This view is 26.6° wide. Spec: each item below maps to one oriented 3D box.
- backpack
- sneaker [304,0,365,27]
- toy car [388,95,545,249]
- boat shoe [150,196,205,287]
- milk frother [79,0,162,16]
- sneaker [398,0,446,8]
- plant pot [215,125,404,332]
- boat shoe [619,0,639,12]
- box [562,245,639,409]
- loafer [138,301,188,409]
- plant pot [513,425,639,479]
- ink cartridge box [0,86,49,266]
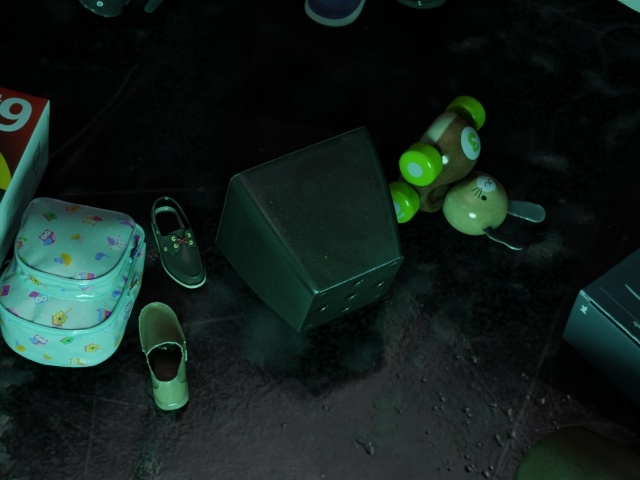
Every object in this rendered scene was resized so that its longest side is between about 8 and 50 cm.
[{"bbox_3d":[-0.299,0.050,1.610,0.166,0.144,0.188,13,55,-2],"label":"backpack"},{"bbox_3d":[0.059,-0.454,2.033,0.107,0.124,0.283,14,53,6],"label":"sneaker"},{"bbox_3d":[0.199,-0.065,1.749,0.188,0.149,0.155,36,47,8],"label":"toy car"},{"bbox_3d":[-0.182,0.002,1.718,0.049,0.042,0.133,-16,57,-19],"label":"boat shoe"},{"bbox_3d":[-0.279,-0.416,1.969,0.129,0.135,0.143,12,48,-36],"label":"milk frother"},{"bbox_3d":[0.143,-0.458,2.043,0.105,0.147,0.295,4,40,-4],"label":"sneaker"},{"bbox_3d":[0.000,0.000,1.657,0.188,0.187,0.167,-23,71,-21],"label":"plant pot"},{"bbox_3d":[0.475,-0.452,2.061,0.341,0.127,0.158,24,62,14],"label":"boat shoe"},{"bbox_3d":[0.426,0.089,1.658,0.207,0.108,0.153,-31,61,-24],"label":"box"},{"bbox_3d":[-0.184,0.129,1.613,0.056,0.050,0.148,-11,54,-13],"label":"loafer"},{"bbox_3d":[0.310,0.311,1.437,0.215,0.215,0.230,-19,43,-18],"label":"plant pot"},{"bbox_3d":[-0.523,-0.080,1.665,0.309,0.130,0.271,14,50,-1],"label":"ink cartridge box"}]
